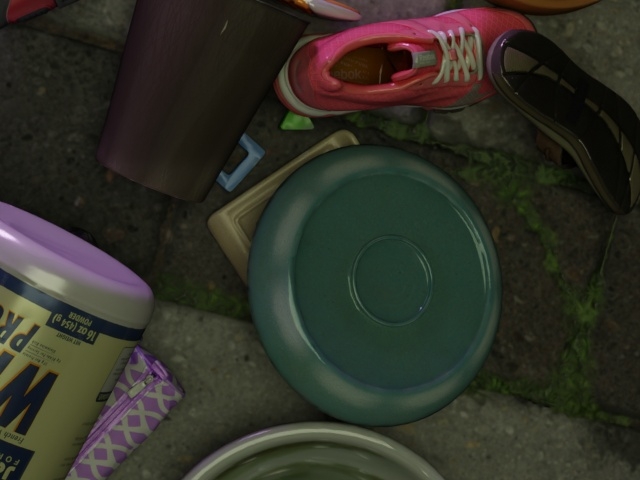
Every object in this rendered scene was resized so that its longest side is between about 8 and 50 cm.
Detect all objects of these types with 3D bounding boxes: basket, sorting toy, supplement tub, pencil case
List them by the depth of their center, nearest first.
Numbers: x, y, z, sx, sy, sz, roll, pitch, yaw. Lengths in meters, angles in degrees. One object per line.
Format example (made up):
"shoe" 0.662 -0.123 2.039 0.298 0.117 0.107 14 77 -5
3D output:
"supplement tub" -0.339 0.144 1.772 0.235 0.235 0.325 28 93 -10
"basket" -0.140 -0.167 1.861 0.204 0.154 0.227 26 97 30
"pencil case" -0.238 0.208 1.905 0.086 0.088 0.206 43 88 -8
"sorting toy" 0.000 0.000 1.948 0.196 0.047 0.348 -34 98 -5

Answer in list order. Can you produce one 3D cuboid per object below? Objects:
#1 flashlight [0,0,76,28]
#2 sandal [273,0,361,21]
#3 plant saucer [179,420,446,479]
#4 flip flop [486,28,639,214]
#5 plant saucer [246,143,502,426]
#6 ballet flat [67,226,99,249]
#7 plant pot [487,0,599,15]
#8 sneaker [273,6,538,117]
"flashlight" -0.397 -0.258 1.848 0.304 0.103 0.103 -19 134 -3
"sandal" -0.069 -0.311 1.890 0.265 0.102 0.076 21 93 -8
"plant saucer" -0.017 0.395 1.945 0.400 0.100 0.401 -1 93 -9
"flip flop" 0.274 -0.133 1.956 0.277 0.080 0.112 38 63 -28
"plant saucer" 0.072 0.046 1.914 0.317 0.043 0.318 4 81 -24
"ballet flat" -0.306 0.061 1.915 0.173 0.049 0.057 -49 127 2
"plant pot" 0.269 -0.396 1.885 0.290 0.203 0.291 -1 95 -9
"sneaker" 0.112 -0.190 1.897 0.313 0.136 0.116 -12 96 -18
